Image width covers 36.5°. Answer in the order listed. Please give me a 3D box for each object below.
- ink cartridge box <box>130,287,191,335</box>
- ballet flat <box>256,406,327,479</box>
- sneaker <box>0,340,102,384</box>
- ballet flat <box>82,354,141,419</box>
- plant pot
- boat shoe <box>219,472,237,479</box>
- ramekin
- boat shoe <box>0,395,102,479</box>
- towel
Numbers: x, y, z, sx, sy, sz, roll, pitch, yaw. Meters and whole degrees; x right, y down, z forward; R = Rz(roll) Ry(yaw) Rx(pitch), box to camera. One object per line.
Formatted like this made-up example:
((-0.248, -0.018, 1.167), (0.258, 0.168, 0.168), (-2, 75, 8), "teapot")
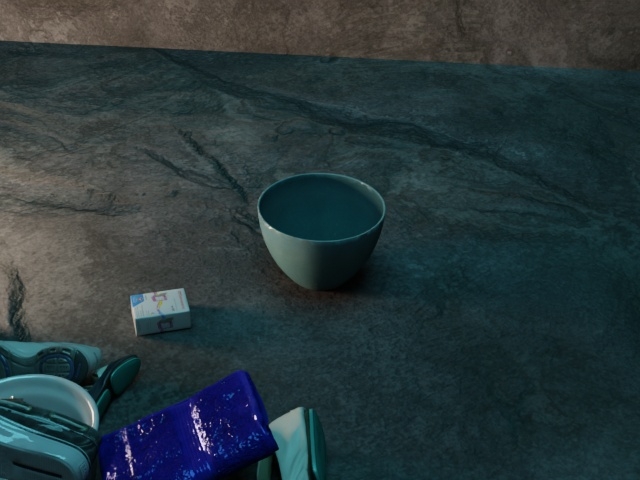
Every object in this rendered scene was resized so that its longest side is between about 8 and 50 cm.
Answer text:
((-0.351, 0.156, 2.134), (0.122, 0.052, 0.088), (-7, 35, -15), "ink cartridge box")
((-0.044, 0.450, 1.679), (0.139, 0.139, 0.400), (-2, 31, -6), "ballet flat")
((-0.578, 0.253, 1.958), (0.297, 0.111, 0.129), (2, 3, 17), "sneaker")
((-0.434, 0.291, 1.924), (0.074, 0.074, 0.203), (13, 39, 17), "ballet flat")
((0.000, 0.000, 2.249), (0.290, 0.196, 0.290), (1, 34, -1), "plant pot")
((-0.217, 0.432, 1.701), (0.116, 0.123, 0.324), (-15, 28, 16), "boat shoe")
((-0.530, 0.379, 1.731), (0.277, 0.135, 0.277), (2, 34, -1), "ramekin")
((-0.526, 0.321, 1.616), (0.335, 0.121, 0.119), (20, 29, 6), "boat shoe")
((-0.236, 0.346, 1.656), (0.308, 0.076, 0.228), (-28, 27, -4), "towel")
